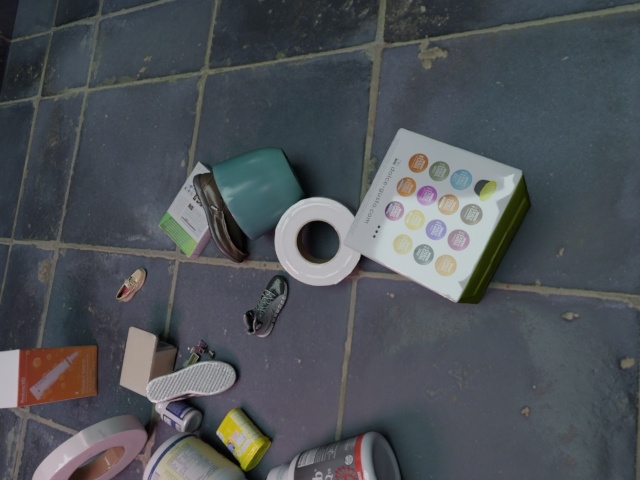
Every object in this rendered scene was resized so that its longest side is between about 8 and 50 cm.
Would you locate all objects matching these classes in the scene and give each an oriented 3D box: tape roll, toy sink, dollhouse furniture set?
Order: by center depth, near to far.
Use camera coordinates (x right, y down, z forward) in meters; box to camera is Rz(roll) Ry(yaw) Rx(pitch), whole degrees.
[{"bbox_3d":[0.000,0.000,1.501,0.285,0.100,0.287,1,98,9],"label":"tape roll"},{"bbox_3d":[-0.824,0.793,1.690,0.072,0.392,0.392,45,102,27],"label":"tape roll"},{"bbox_3d":[-0.471,0.445,1.738,0.091,0.081,0.114,34,97,28],"label":"dollhouse furniture set"},{"bbox_3d":[-0.660,0.458,1.809,0.152,0.131,0.235,9,90,28],"label":"toy sink"}]

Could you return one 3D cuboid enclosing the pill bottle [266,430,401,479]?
[{"bbox_3d":[0.034,0.708,1.357,0.362,0.210,0.211,-27,70,21],"label":"pill bottle"}]

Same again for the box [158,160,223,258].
[{"bbox_3d":[-0.492,-0.123,1.865,0.232,0.058,0.322,41,99,27],"label":"box"}]

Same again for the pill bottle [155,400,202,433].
[{"bbox_3d":[-0.530,0.643,1.728,0.169,0.094,0.094,18,90,29],"label":"pill bottle"}]

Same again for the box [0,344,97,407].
[{"bbox_3d":[-1.117,0.550,1.908,0.168,0.345,0.215,-12,76,25],"label":"box"}]

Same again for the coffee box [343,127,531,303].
[{"bbox_3d":[0.330,-0.049,1.261,0.334,0.338,0.338,28,95,28],"label":"coffee box"}]

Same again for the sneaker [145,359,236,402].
[{"bbox_3d":[-0.461,0.512,1.706,0.320,0.127,0.126,-10,76,-1],"label":"sneaker"}]

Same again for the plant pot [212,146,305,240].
[{"bbox_3d":[-0.192,-0.183,1.597,0.235,0.293,0.293,-27,69,5],"label":"plant pot"}]

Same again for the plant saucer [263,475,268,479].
[{"bbox_3d":[-0.225,0.868,1.412,0.043,0.317,0.318,30,96,15],"label":"plant saucer"}]

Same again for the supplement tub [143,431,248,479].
[{"bbox_3d":[-0.400,0.820,1.549,0.324,0.235,0.236,21,91,29],"label":"supplement tub"}]

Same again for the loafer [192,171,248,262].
[{"bbox_3d":[-0.345,-0.094,1.707,0.130,0.134,0.366,-24,91,9],"label":"loafer"}]

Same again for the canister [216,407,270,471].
[{"bbox_3d":[-0.267,0.678,1.598,0.169,0.073,0.126,37,99,29],"label":"canister"}]

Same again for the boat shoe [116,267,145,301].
[{"bbox_3d":[-0.804,0.190,1.970,0.063,0.059,0.170,39,100,27],"label":"boat shoe"}]

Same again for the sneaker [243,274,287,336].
[{"bbox_3d":[-0.195,0.227,1.604,0.086,0.132,0.229,18,90,29],"label":"sneaker"}]
